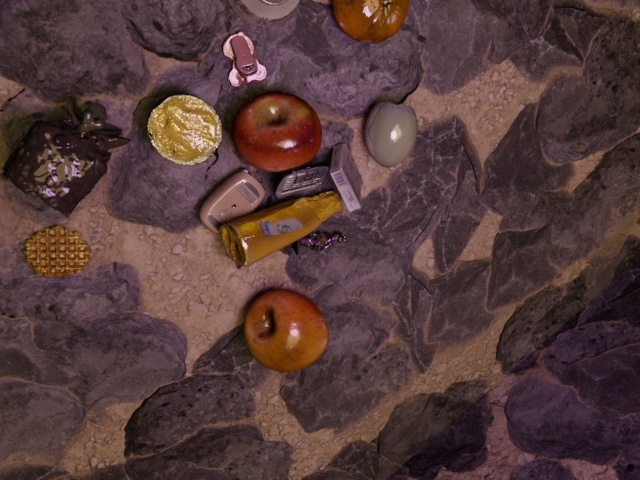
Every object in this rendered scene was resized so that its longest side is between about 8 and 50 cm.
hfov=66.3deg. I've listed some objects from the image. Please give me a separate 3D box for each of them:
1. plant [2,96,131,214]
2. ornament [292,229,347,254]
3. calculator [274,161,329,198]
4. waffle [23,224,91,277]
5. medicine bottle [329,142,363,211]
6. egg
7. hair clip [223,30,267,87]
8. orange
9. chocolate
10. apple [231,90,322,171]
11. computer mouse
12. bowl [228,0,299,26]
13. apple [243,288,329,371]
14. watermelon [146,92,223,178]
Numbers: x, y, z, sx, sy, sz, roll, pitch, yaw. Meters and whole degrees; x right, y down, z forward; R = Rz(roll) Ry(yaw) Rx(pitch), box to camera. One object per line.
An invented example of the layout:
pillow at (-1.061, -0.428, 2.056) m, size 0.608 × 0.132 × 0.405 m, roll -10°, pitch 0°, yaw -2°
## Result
plant at (-0.689, -0.246, 1.351) m, size 0.215 × 0.213 × 0.312 m, roll 43°, pitch 83°, yaw -29°
ornament at (-0.005, -0.003, 1.804) m, size 0.203 × 0.081 × 0.088 m, roll -7°, pitch 116°, yaw -21°
calculator at (-0.064, -0.198, 1.612) m, size 0.177 × 0.268 × 0.040 m, roll -16°, pitch 85°, yaw -16°
waffle at (-0.816, 0.038, 1.524) m, size 0.191 × 0.038 × 0.191 m, roll -8°, pitch 114°, yaw -17°
medicine bottle at (0.092, -0.221, 1.679) m, size 0.052 × 0.201 × 0.171 m, roll -19°, pitch 123°, yaw 18°
egg at (0.238, -0.359, 1.680) m, size 0.183 × 0.183 × 0.217 m, roll 6°, pitch 101°, yaw -24°
hair clip at (-0.237, -0.550, 1.500) m, size 0.123 × 0.102 × 0.138 m, roll -24°, pitch 86°, yaw -12°
orange at (0.156, -0.722, 1.496) m, size 0.240 × 0.171 × 0.240 m, roll -8°, pitch 116°, yaw -17°
chocolate at (-0.117, -0.069, 1.657) m, size 0.445 × 0.162 × 0.162 m, roll -27°, pitch 121°, yaw -29°
apple at (-0.134, -0.332, 1.518) m, size 0.272 × 0.251 × 0.206 m, roll -23°, pitch 161°, yaw -11°
computer mouse at (-0.294, -0.127, 1.631) m, size 0.236 × 0.082 × 0.145 m, roll -45°, pitch 122°, yaw 1°
bowl at (-0.150, -0.738, 1.397) m, size 0.238 × 0.126 × 0.237 m, roll -7°, pitch 113°, yaw -17°
apple at (-0.117, 0.327, 1.787) m, size 0.275 × 0.299 × 0.299 m, roll 13°, pitch 108°, yaw -51°
watermelon at (-0.401, -0.333, 1.472) m, size 0.232 × 0.127 × 0.204 m, roll 27°, pitch 100°, yaw -27°
